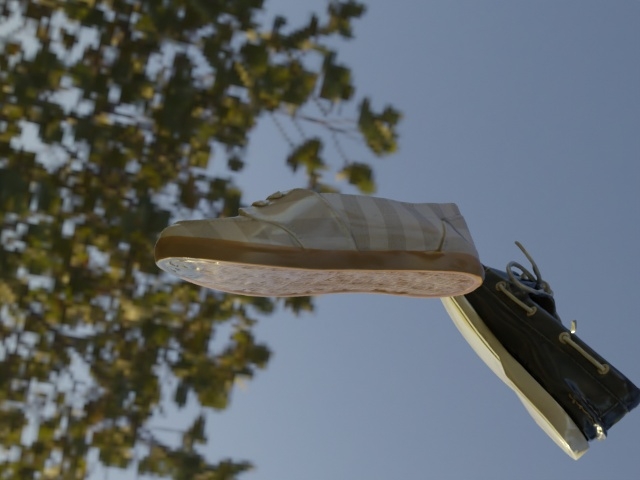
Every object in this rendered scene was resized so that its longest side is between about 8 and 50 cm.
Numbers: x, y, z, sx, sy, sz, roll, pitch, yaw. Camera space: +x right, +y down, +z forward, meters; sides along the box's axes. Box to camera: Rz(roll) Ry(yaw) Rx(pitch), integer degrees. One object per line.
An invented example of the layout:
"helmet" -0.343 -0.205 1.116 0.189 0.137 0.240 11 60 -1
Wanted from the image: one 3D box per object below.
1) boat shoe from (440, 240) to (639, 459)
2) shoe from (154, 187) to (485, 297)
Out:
"boat shoe" 0.161 0.068 1.139 0.079 0.095 0.254 -36 -143 -2
"shoe" 0.000 0.000 0.890 0.076 0.219 0.058 147 -57 -60
